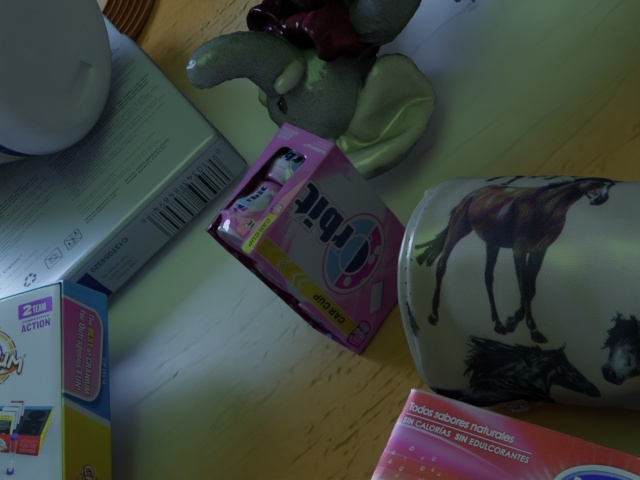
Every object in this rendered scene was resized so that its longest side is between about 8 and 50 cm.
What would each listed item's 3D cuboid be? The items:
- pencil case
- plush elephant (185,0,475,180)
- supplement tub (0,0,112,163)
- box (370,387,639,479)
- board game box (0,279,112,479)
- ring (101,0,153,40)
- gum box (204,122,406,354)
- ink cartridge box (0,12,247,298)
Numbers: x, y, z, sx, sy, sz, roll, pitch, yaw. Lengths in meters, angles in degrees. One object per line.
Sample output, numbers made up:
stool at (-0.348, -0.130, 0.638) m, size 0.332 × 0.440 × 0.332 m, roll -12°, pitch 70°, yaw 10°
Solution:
pencil case at (0.260, 0.054, 0.682) m, size 0.411 × 0.183 × 0.160 m, roll 5°, pitch 35°, yaw 34°
plush elephant at (-0.009, -0.207, 0.977) m, size 0.272 × 0.330 × 0.255 m, roll 36°, pitch 106°, yaw 55°
supplement tub at (-0.407, -0.182, 1.129) m, size 0.316 × 0.228 × 0.228 m, roll -8°, pitch 57°, yaw 30°
box at (0.177, 0.214, 0.632) m, size 0.300 × 0.154 × 0.142 m, roll 12°, pitch 67°, yaw 39°
board game box at (-0.299, 0.215, 0.944) m, size 0.242 × 0.064 × 0.316 m, roll -15°, pitch 68°, yaw 24°
ring at (-0.371, -0.311, 1.341) m, size 0.337 × 0.032 × 0.336 m, roll -5°, pitch 60°, yaw 9°
gum box at (0.000, 0.000, 0.860) m, size 0.062 × 0.188 × 0.107 m, roll 27°, pitch 77°, yaw 41°
ink cartridge box at (-0.278, -0.062, 1.163) m, size 0.324 × 0.071 × 0.330 m, roll -44°, pitch 44°, yaw 1°
